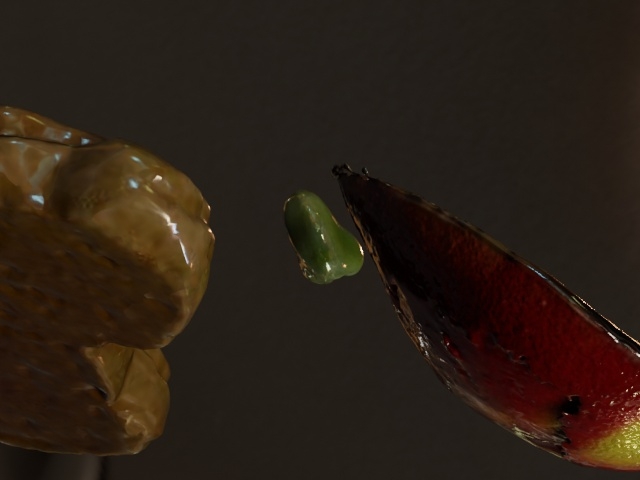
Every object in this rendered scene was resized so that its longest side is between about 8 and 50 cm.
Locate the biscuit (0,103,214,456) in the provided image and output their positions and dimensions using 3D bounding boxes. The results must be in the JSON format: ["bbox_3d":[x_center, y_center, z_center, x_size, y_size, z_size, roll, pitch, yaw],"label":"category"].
[{"bbox_3d":[-0.150,-0.008,0.464,0.290,0.041,0.208,0,-33,30],"label":"biscuit"}]

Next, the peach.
[{"bbox_3d":[0.102,0.056,1.017,0.279,0.068,0.189,35,-16,13],"label":"peach"}]

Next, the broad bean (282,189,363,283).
[{"bbox_3d":[0.000,0.000,1.180,0.083,0.045,0.063,57,13,-54],"label":"broad bean"}]
